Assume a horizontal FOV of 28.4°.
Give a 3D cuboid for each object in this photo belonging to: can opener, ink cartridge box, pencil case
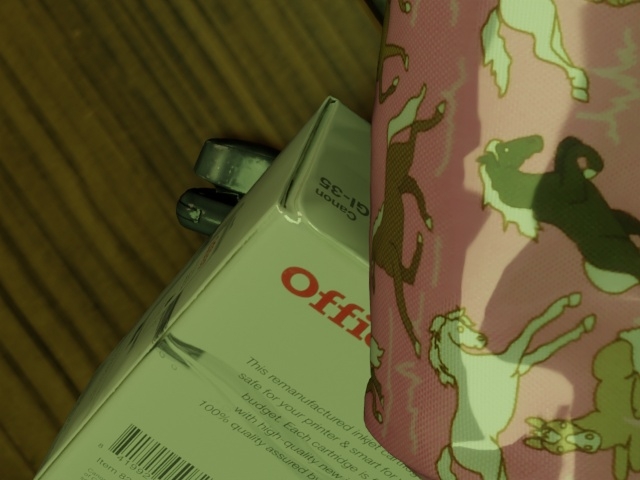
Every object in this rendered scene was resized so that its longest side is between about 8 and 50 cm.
[{"bbox_3d":[0.000,0.000,0.762,0.186,0.059,0.073,23,115,12],"label":"can opener"},{"bbox_3d":[-0.001,0.090,0.721,0.207,0.117,0.283,35,127,-11],"label":"ink cartridge box"},{"bbox_3d":[0.113,-0.091,0.492,0.160,0.167,0.386,19,109,57],"label":"pencil case"}]
